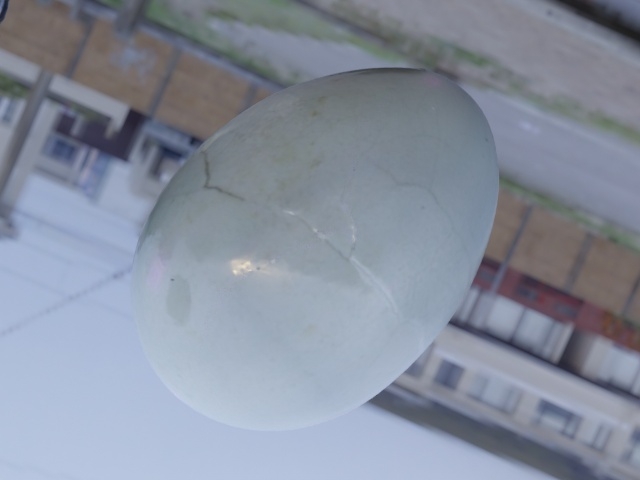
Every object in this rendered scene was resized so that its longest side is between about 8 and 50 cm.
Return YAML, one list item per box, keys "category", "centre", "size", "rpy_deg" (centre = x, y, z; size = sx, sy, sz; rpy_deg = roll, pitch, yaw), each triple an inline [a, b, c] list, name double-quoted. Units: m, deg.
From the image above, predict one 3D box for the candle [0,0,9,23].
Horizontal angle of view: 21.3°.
- category: "candle"
  centre: [-0.334, -0.204, 1.035]
  size: [0.221, 0.221, 0.342]
  rpy_deg: [25, 173, 15]

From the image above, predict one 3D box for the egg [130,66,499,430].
- category: "egg"
  centre: [0.000, 0.000, 0.844]
  size: [0.151, 0.209, 0.151]
  rpy_deg: [43, 173, 6]
